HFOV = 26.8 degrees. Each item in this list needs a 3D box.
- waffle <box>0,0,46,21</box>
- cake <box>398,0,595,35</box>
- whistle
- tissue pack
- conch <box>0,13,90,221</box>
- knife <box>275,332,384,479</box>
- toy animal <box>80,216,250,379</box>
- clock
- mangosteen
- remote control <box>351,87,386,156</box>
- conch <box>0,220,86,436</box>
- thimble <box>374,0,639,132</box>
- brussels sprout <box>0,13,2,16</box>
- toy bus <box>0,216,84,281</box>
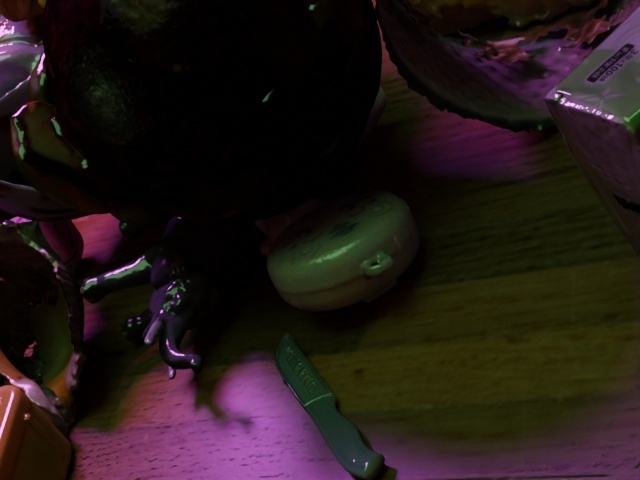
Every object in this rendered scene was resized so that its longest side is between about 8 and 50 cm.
[{"bbox_3d":[-0.215,-0.290,1.314,0.329,0.062,0.329,-12,28,6],"label":"waffle"},{"bbox_3d":[0.135,-0.365,1.264,0.222,0.286,0.227,-12,38,37],"label":"cake"},{"bbox_3d":[0.000,0.000,1.125,0.126,0.067,0.258,-31,23,-15],"label":"whistle"},{"bbox_3d":[0.289,-0.096,0.849,0.229,0.159,0.145,-42,31,-9],"label":"tissue pack"},{"bbox_3d":[-0.231,-0.141,1.364,0.368,0.197,0.249,-33,64,-23],"label":"conch"},{"bbox_3d":[0.001,0.122,0.999,0.028,0.015,0.210,-45,29,0],"label":"knife"},{"bbox_3d":[-0.136,0.040,1.193,0.137,0.082,0.269,-24,32,25],"label":"toy animal"},{"bbox_3d":[-0.291,0.226,1.089,0.143,0.096,0.202,-24,33,17],"label":"clock"},{"bbox_3d":[-0.097,-0.145,1.104,0.311,0.311,0.311,-27,31,18],"label":"mangosteen"},{"bbox_3d":[-0.062,-0.090,1.335,0.313,0.055,0.109,-6,36,49],"label":"remote control"},{"bbox_3d":[-0.286,0.081,1.229,0.163,0.178,0.245,-12,43,-41],"label":"conch"},{"bbox_3d":[0.165,-0.239,1.084,0.271,0.271,0.150,-29,30,14],"label":"thimble"},{"bbox_3d":[-0.234,-0.318,1.608,0.371,0.276,0.314,-22,37,24],"label":"brussels sprout"},{"bbox_3d":[-0.348,0.027,1.430,0.203,0.090,0.063,-23,22,22],"label":"toy bus"}]
